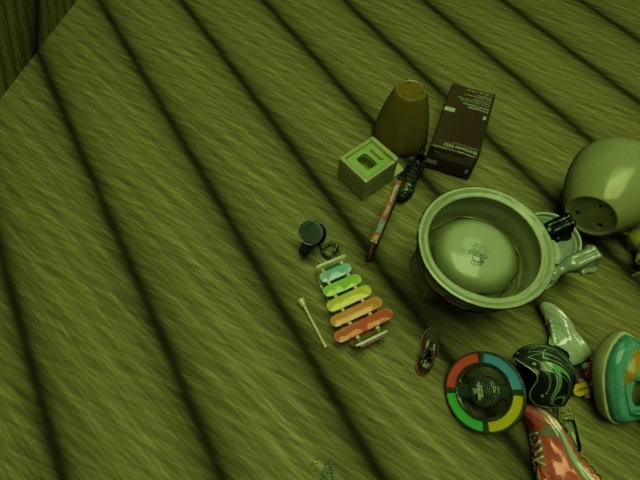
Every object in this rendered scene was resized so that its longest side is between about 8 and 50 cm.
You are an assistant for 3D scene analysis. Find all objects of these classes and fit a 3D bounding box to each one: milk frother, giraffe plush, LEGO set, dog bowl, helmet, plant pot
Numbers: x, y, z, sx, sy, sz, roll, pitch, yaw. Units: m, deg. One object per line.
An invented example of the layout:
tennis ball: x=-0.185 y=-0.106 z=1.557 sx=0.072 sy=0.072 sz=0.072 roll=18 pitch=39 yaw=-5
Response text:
milk frother: x=0.000 y=0.000 z=1.502 sx=0.143 sy=0.135 sz=0.129 roll=8 pitch=91 yaw=6
giraffe plush: x=1.167 y=0.012 z=1.531 sx=0.210 sy=0.181 sz=0.170 roll=-27 pitch=46 yaw=23
LEGO set: x=0.012 y=0.637 z=1.202 sx=0.083 sy=0.023 sz=0.054 roll=18 pitch=61 yaw=9
dog bowl: x=0.483 y=0.041 z=1.336 sx=0.408 sy=0.150 sz=0.408 roll=1 pitch=63 yaw=-2
helmet: x=0.640 y=0.381 z=1.247 sx=0.169 sy=0.169 sz=0.162 roll=4 pitch=90 yaw=1
plant pot: x=0.339 y=-0.503 z=1.732 sx=0.237 sy=0.254 sz=0.237 roll=1 pitch=61 yaw=-1

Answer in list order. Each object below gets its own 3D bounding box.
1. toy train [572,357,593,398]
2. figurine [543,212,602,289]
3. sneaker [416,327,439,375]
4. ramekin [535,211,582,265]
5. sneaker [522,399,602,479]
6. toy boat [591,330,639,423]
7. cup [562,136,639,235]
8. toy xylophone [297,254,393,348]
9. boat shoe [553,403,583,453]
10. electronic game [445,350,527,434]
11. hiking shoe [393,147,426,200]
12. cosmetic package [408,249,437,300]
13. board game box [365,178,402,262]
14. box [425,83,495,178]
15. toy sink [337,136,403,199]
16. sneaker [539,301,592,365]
toy train: x=0.774 y=0.414 z=1.330 sx=0.166 sy=0.046 sz=0.125 roll=11 pitch=71 yaw=2
figurine: x=0.759 y=0.040 z=1.410 sx=0.209 sy=0.092 sz=0.215 roll=-22 pitch=64 yaw=-4
sneaker: x=0.345 y=0.343 z=1.354 sx=0.061 sy=0.065 sz=0.158 roll=16 pitch=61 yaw=8
ramekin: x=0.790 y=0.014 z=1.529 sx=0.207 sy=0.109 sz=0.207 roll=1 pitch=60 yaw=-1
sneaker: x=0.634 y=0.595 z=1.191 sx=0.136 sy=0.116 sz=0.314 roll=-27 pitch=62 yaw=-10
toy boat: x=0.945 y=0.387 z=1.265 sx=0.318 sy=0.148 sz=0.268 roll=-9 pitch=94 yaw=-21
cup: x=0.985 y=-0.150 z=1.495 sx=0.331 sy=0.331 sz=0.237 roll=40 pitch=65 yaw=19
toy xylophone: x=0.071 y=0.216 z=1.412 sx=0.236 sy=0.081 sz=0.323 roll=-30 pitch=65 yaw=-16
boat shoe: x=0.725 y=0.539 z=1.261 sx=0.056 sy=0.048 sz=0.153 roll=4 pitch=60 yaw=1
electronic game: x=0.474 y=0.438 z=1.255 sx=0.229 sy=0.048 sz=0.229 roll=-14 pitch=66 yaw=33
hiking shoe: x=0.345 y=-0.257 z=1.670 sx=0.086 sy=0.114 sz=0.227 roll=23 pitch=62 yaw=12
cosmetic package: x=0.471 y=0.087 z=1.467 sx=0.296 sy=0.129 sz=0.153 roll=-13 pitch=63 yaw=-8
board game box: x=0.226 y=-0.070 z=1.542 sx=0.027 sy=0.145 sz=0.281 roll=21 pitch=62 yaw=11
box: x=0.572 y=-0.454 z=1.777 sx=0.191 sy=0.143 sz=0.381 roll=19 pitch=63 yaw=9
toy sink: x=0.204 y=-0.297 z=1.680 sx=0.234 sy=0.131 sz=0.153 roll=-34 pitch=67 yaw=-20
sneaker: x=0.763 y=0.299 z=1.389 sx=0.094 sy=0.080 sz=0.212 roll=-28 pitch=65 yaw=-3
